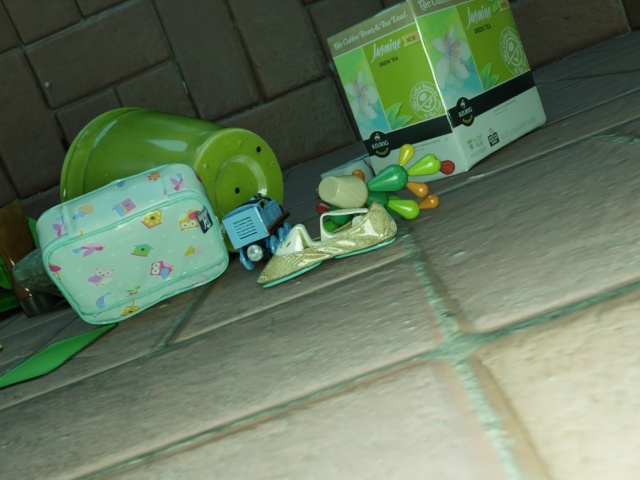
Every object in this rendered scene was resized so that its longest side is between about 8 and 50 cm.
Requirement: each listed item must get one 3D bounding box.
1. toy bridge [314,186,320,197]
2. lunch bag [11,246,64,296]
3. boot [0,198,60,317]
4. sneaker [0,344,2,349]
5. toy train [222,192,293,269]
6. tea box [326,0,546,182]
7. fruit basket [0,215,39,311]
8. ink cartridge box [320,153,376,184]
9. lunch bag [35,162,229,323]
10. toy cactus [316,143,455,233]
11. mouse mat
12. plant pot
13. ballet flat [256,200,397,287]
[{"bbox_3d":[0.018,-0.129,1.805,0.063,0.026,0.188,-24,9,-6],"label":"toy bridge"},{"bbox_3d":[-0.567,0.042,1.753,0.235,0.169,0.287,-14,8,37],"label":"lunch bag"},{"bbox_3d":[-0.742,0.031,1.860,0.096,0.280,0.264,-19,10,18],"label":"boot"},{"bbox_3d":[-0.737,0.176,1.317,0.111,0.121,0.300,-28,-12,24],"label":"sneaker"},{"bbox_3d":[-0.097,-0.021,1.210,0.080,0.105,0.184,-19,10,14],"label":"toy train"},{"bbox_3d":[0.238,-0.315,1.433,0.220,0.323,0.329,-12,14,47],"label":"tea box"},{"bbox_3d":[-0.926,0.134,2.023,0.392,0.283,0.392,-19,52,27],"label":"fruit basket"},{"bbox_3d":[0.092,-0.156,1.672,0.150,0.063,0.109,-27,11,-31],"label":"ink cartridge box"},{"bbox_3d":[-0.287,0.012,1.166,0.279,0.224,0.108,-21,46,-8],"label":"lunch bag"},{"bbox_3d":[0.066,-0.073,1.028,0.219,0.112,0.180,-20,-15,35],"label":"toy cactus"},{"bbox_3d":[-0.416,0.180,1.111,0.152,0.007,0.190,-18,11,22],"label":"mouse mat"},{"bbox_3d":[-0.275,-0.103,1.477,0.353,0.366,0.366,3,24,43],"label":"plant pot"},{"bbox_3d":[0.000,0.000,0.980,0.206,0.067,0.073,-21,10,7],"label":"ballet flat"}]
